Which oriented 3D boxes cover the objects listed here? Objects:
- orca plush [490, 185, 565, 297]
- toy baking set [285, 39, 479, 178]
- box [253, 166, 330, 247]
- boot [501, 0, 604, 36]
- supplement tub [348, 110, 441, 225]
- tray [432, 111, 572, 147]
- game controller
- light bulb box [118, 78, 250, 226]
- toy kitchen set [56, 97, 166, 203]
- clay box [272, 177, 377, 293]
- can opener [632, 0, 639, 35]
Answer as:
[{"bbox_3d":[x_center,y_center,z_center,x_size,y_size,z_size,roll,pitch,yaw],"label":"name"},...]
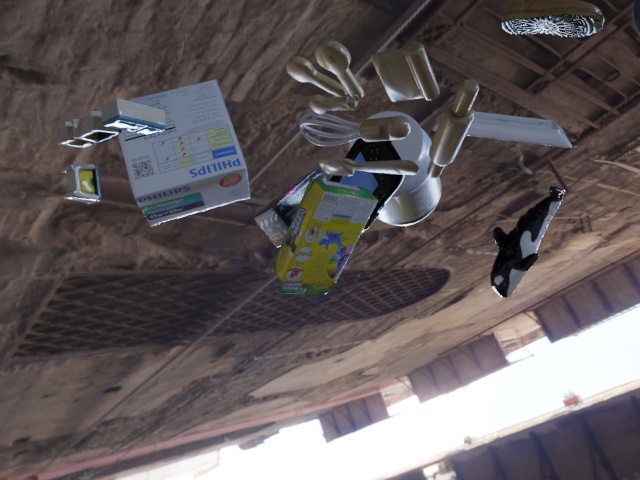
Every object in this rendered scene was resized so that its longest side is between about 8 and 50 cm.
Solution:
[{"bbox_3d":[0.464,-0.008,1.264,0.102,0.151,0.287,25,-61,5],"label":"orca plush"},{"bbox_3d":[0.062,-0.133,0.587,0.197,0.256,0.030,20,-111,12],"label":"toy baking set"},{"bbox_3d":[-0.077,-0.111,1.831,0.142,0.247,0.163,53,-32,-10],"label":"box"},{"bbox_3d":[0.548,-0.605,1.196,0.236,0.089,0.269,21,-90,37],"label":"boot"},{"bbox_3d":[0.216,-0.199,1.533,0.236,0.325,0.235,-6,-111,16],"label":"supplement tub"},{"bbox_3d":[0.377,-0.241,1.117,0.271,0.145,0.030,10,-63,13],"label":"tray"},{"bbox_3d":[0.079,-0.105,1.216,0.319,0.067,0.166,-55,-140,43],"label":"game controller"},{"bbox_3d":[-0.453,-0.287,1.760,0.225,0.358,0.360,98,-27,-67],"label":"light bulb box"},{"bbox_3d":[-0.432,-0.177,1.117,0.207,0.122,0.165,-11,-95,32],"label":"toy kitchen set"},{"bbox_3d":[0.000,0.000,0.982,0.053,0.128,0.222,53,-55,43],"label":"clay box"},{"bbox_3d":[0.737,-0.396,1.132,0.093,0.074,0.280,-10,-88,47],"label":"can opener"}]
